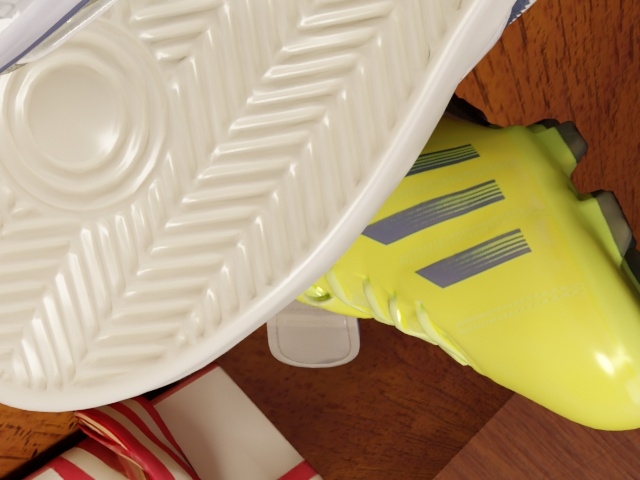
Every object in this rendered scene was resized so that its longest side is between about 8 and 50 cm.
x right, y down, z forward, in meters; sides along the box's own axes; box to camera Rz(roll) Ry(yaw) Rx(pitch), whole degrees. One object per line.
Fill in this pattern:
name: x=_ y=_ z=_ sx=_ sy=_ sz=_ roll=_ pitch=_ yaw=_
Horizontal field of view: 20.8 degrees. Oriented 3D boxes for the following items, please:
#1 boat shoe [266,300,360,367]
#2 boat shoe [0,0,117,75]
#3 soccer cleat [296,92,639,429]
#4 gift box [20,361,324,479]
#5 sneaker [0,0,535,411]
boat shoe: x=0.000 y=0.000 z=0.959 sx=0.206 sy=0.075 sz=0.065 roll=98 pitch=-5 yaw=-60
boat shoe: x=-0.013 y=-0.145 z=0.395 sx=0.302 sy=0.109 sz=0.094 roll=-39 pitch=-177 yaw=6
soccer cleat: x=0.027 y=-0.002 z=0.602 sx=0.121 sy=0.289 sz=0.093 roll=-34 pitch=122 yaw=-3
gift box: x=-0.097 y=0.254 z=0.948 sx=0.276 sy=0.255 sz=0.258 roll=-36 pitch=166 yaw=-49
sneaker: x=0.010 y=-0.086 z=0.547 sx=0.350 sy=0.131 sz=0.148 roll=-45 pitch=175 yaw=17
